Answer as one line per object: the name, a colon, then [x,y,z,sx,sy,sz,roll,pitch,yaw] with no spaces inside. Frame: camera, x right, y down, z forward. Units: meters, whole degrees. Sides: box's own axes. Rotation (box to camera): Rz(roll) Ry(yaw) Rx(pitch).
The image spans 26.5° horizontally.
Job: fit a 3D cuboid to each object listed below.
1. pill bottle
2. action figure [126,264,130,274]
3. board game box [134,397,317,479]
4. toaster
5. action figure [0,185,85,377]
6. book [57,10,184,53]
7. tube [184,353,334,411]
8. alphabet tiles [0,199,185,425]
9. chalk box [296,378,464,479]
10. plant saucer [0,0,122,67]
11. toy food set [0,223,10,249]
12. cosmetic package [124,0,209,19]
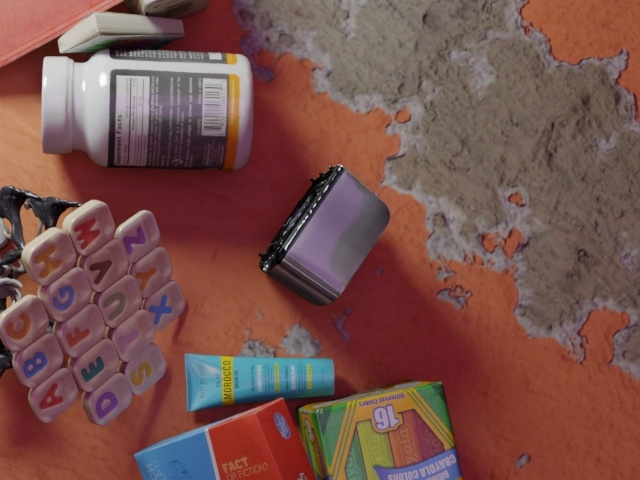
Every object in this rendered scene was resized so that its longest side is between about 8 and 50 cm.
pill bottle: [-0.235,-0.179,1.844,0.278,0.162,0.162,1,84,-9]
action figure: [-0.275,0.035,1.882,0.038,0.030,0.115,-36,96,-6]
board game box: [-0.090,0.389,1.781,0.064,0.242,0.316,-20,87,-52]
toaster: [0.000,0.000,1.864,0.110,0.168,0.185,36,79,-6]
action figure: [-0.394,0.072,1.778,0.141,0.164,0.275,8,85,36]
book: [-0.271,-0.278,1.849,0.144,0.096,0.035,-7,82,-43]
tube: [-0.085,0.194,1.894,0.207,0.052,0.080,-2,75,-4]
alphabet tiles: [-0.291,0.097,1.782,0.278,0.021,0.284,-39,126,-36]
chalk box: [0.093,0.348,1.840,0.180,0.179,0.289,-13,87,-11]
plant saucer: [-0.407,-0.392,1.851,0.258,0.048,0.259,-25,90,14]
toy food set: [-0.519,0.040,1.797,0.232,0.104,0.111,-42,92,-12]
cosmetic package: [-0.258,-0.460,1.871,0.113,0.160,0.309,-23,90,-13]
